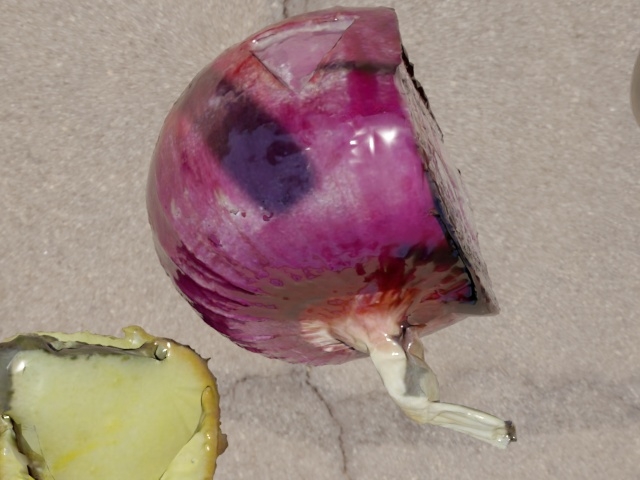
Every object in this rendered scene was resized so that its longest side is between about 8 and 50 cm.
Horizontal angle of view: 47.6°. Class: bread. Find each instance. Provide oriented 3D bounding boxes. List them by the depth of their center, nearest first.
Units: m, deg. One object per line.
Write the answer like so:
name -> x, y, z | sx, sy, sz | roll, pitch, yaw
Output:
bread -> -0.195, 0.186, 0.636 | 0.205, 0.162, 0.261 | 10, 104, -24

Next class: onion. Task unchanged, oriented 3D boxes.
onion -> -0.010, -0.023, 0.522 | 0.231, 0.272, 0.256 | -16, 117, 21

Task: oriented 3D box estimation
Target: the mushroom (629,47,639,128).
mushroom -> 0.497, -0.157, 0.766 | 0.298, 0.289, 0.297 | -4, 139, -4
